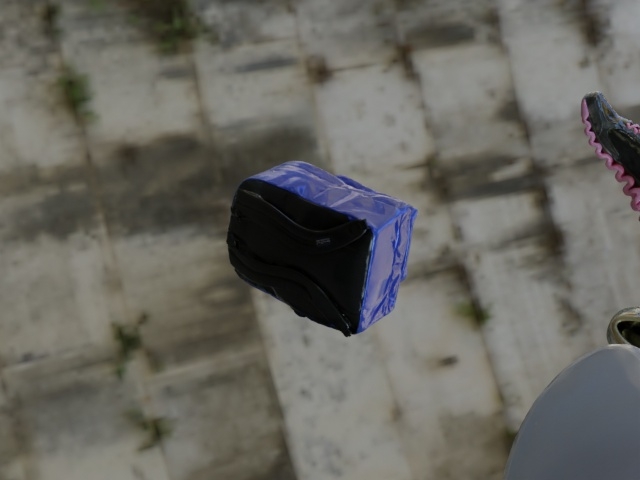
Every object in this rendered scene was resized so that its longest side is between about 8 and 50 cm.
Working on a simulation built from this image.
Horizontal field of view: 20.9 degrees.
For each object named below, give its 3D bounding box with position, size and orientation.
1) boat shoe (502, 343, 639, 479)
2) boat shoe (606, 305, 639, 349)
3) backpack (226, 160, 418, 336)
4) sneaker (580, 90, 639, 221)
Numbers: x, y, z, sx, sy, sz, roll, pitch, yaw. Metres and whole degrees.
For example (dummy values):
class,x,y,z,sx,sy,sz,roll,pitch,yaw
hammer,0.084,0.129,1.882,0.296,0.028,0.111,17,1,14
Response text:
class,x,y,z,sx,sy,sz,roll,pitch,yaw
boat shoe,0.131,0.164,0.712,0.095,0.084,0.258,-23,-137,32
boat shoe,0.291,0.097,1.228,0.190,0.072,0.068,17,-94,17
backpack,0.000,0.000,1.223,0.120,0.101,0.098,21,-66,24
sneaker,0.240,-0.065,1.288,0.057,0.047,0.119,-33,-87,27
